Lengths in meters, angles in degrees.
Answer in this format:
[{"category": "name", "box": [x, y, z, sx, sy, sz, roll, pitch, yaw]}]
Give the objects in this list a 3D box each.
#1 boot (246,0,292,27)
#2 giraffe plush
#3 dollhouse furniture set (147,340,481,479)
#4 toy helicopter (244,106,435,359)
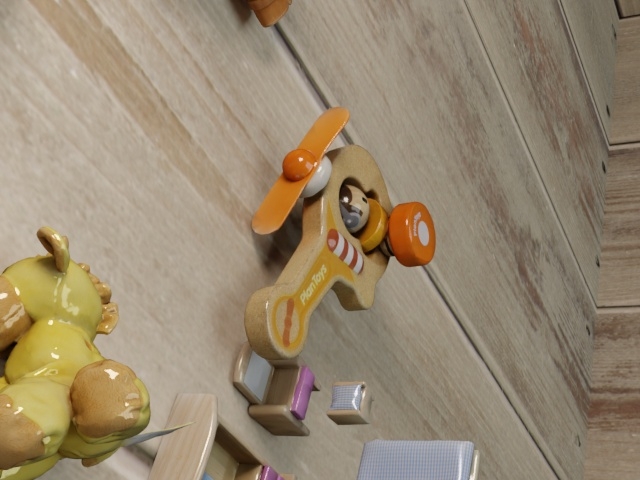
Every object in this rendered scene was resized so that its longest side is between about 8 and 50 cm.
[{"category": "boot", "box": [-0.086, -0.311, 1.145, 0.197, 0.073, 0.152, -54, 137, -48]}, {"category": "giraffe plush", "box": [-0.210, 0.085, 0.775, 0.210, 0.181, 0.170, -4, 68, -52]}, {"category": "dollhouse furniture set", "box": [0.023, 0.221, 1.021, 0.198, 0.303, 0.286, 56, 39, -45]}, {"category": "toy helicopter", "box": [0.000, 0.000, 1.195, 0.355, 0.140, 0.235, -55, 130, -49]}]
